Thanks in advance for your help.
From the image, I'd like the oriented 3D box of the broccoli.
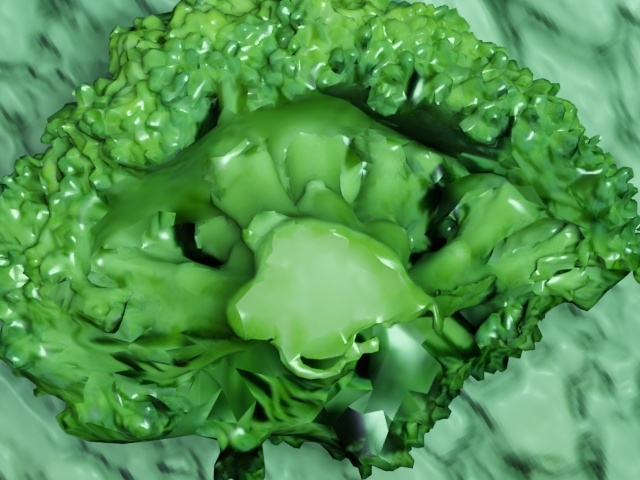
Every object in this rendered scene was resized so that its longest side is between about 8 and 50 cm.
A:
[{"bbox_3d":[0.001,-0.001,0.608,0.226,0.176,0.198,21,112,19],"label":"broccoli"}]
